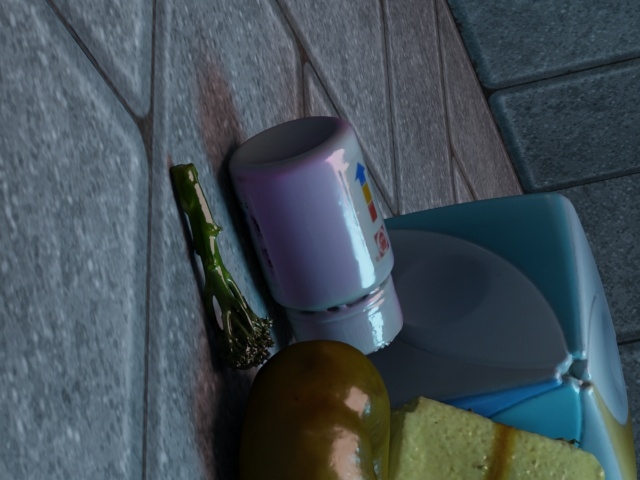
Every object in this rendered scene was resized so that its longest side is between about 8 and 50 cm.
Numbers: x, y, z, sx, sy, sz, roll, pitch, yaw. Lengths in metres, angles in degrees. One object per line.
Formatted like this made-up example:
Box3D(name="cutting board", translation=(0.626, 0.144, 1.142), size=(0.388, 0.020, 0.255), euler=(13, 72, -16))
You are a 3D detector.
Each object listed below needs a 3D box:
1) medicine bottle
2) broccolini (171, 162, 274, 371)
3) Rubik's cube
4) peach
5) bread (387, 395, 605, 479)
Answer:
Box3D(name="medicine bottle", translation=(0.000, 0.000, 1.780), size=(0.152, 0.152, 0.255), euler=(-74, 150, -62))
Box3D(name="broccolini", translation=(-0.096, 0.024, 1.578), size=(0.067, 0.058, 0.216), euler=(-28, 105, -72))
Box3D(name="Rubik's cube", translation=(0.199, 0.181, 1.995), size=(0.352, 0.351, 0.347), euler=(-83, 156, -47))
Box3D(name="peach", translation=(0.000, 0.227, 1.605), size=(0.251, 0.153, 0.251), euler=(-7, 90, -72))
Box3D(name="bread", translation=(0.168, 0.310, 1.811), size=(0.236, 0.263, 0.198), euler=(118, -8, -70))
